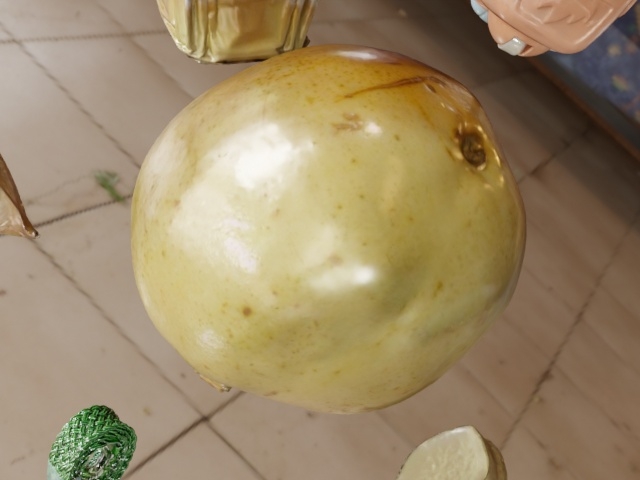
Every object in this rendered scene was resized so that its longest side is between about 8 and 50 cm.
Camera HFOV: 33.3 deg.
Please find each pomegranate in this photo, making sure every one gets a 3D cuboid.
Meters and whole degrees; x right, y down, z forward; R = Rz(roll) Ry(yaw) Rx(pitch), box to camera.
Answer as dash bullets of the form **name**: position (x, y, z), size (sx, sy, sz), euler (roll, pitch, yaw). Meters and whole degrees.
- **pomegranate**: position (0.000, 0.000, 0.835), size (0.319, 0.319, 0.319), euler (33, 25, -18)

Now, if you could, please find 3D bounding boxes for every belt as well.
- **belt**: position (-0.339, 0.309, 1.546), size (0.079, 0.151, 0.121), euler (32, 19, 32)

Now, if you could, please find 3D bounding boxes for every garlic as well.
- **garlic**: position (-0.432, -0.087, 1.283), size (0.206, 0.128, 0.115), euler (51, 33, -47)

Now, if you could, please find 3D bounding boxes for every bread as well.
- **bread**: position (-0.091, -0.264, 1.051), size (0.136, 0.107, 0.241), euler (-4, 34, -13)

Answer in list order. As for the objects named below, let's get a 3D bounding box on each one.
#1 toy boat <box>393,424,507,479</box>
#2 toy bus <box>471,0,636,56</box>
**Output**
- **toy boat**: position (0.147, 0.293, 1.249), size (0.188, 0.116, 0.061), euler (-51, 131, -30)
- **toy bus**: position (0.275, -0.333, 1.252), size (0.194, 0.232, 0.287), euler (23, 24, -15)
